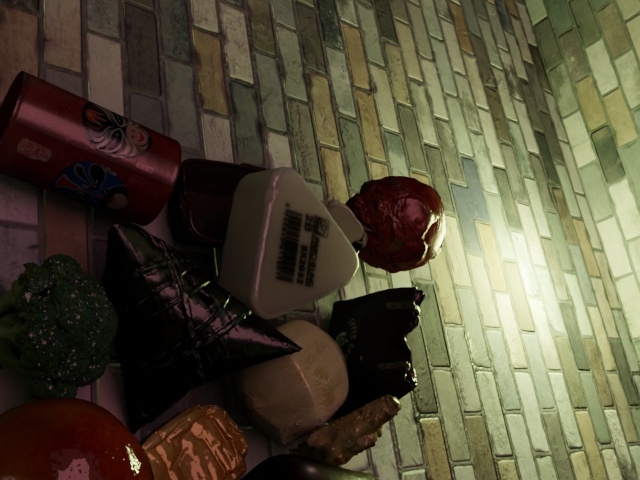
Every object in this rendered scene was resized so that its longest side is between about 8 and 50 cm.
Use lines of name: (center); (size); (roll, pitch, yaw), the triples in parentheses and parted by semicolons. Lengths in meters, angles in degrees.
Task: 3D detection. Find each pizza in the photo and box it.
pizza: (0.052, 0.431, 1.500); (0.223, 0.323, 0.090); (-18, 67, -31)

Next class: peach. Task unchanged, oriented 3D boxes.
peach: (-0.408, 0.389, 1.087); (0.307, 0.332, 0.308); (1, 81, -7)

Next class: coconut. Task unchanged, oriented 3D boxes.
coconut: (-0.076, 0.306, 1.493); (0.247, 0.245, 0.245); (-24, 85, -47)

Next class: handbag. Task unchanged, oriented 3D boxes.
handbag: (0.128, 0.262, 1.673); (0.152, 0.288, 0.343); (30, 52, -28)

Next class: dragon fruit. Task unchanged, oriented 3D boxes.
dragon fruit: (0.209, -0.043, 1.925); (0.342, 0.277, 0.278); (10, 61, -46)

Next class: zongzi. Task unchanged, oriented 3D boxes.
zongzi: (-0.236, 0.147, 1.367); (0.361, 0.319, 0.384); (-13, 87, -4)

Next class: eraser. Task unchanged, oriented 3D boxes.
eraser: (-0.089, -0.007, 1.544); (0.331, 0.149, 0.332); (6, 81, -42)

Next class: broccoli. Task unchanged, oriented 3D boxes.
broccoli: (-0.489, 0.162, 1.213); (0.269, 0.270, 0.270); (-6, 69, -10)

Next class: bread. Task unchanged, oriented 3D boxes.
bread: (-0.262, 0.428, 1.332); (0.250, 0.133, 0.179); (-31, 90, -48)

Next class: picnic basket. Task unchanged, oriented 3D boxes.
picnic basket: (-0.221, -0.065, 1.643); (0.296, 0.129, 0.223); (5, 66, -40)

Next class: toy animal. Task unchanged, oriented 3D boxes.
toy animal: (0.000, 0.000, 1.785); (0.208, 0.156, 0.204); (-40, 96, -2)

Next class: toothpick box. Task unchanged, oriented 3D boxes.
toothpick box: (-0.476, -0.178, 1.414); (0.333, 0.204, 0.204); (23, 54, -32)

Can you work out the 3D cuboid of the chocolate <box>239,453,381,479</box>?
chocolate: (-0.024, 0.566, 1.326); (0.331, 0.383, 0.384); (40, 46, -15)
